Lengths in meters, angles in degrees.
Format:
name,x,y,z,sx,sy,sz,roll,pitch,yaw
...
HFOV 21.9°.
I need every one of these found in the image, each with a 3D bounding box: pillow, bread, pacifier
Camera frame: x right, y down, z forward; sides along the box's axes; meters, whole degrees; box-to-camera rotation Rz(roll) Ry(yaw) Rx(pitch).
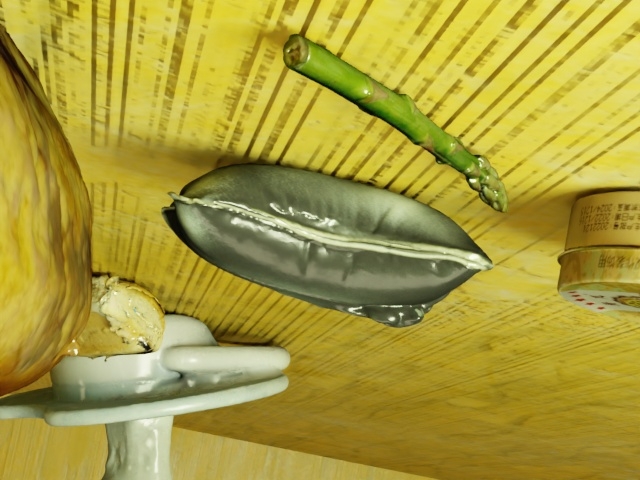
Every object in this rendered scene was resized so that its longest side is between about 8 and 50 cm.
name,x,y,z,sx,sy,sz,roll,pitch,yaw
pillow,0.001,-0.002,0.689,0.136,0.055,0.091,15,-159,-7
bread,-0.160,0.051,1.155,0.106,0.053,0.072,-2,141,42
pacifier,-0.130,0.162,1.306,0.227,0.207,0.279,-3,179,-31

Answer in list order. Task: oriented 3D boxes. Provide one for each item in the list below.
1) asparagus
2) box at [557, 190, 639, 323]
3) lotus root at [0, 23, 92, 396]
name,x,y,z,sx,sy,sz,roll,pitch,yaw
asparagus,0.034,-0.038,0.565,0.016,0.016,0.163,-23,155,23
box,0.145,0.011,0.644,0.106,0.037,0.105,11,170,2
lotus root,-0.170,-0.019,0.495,0.193,0.193,0.291,10,172,3
